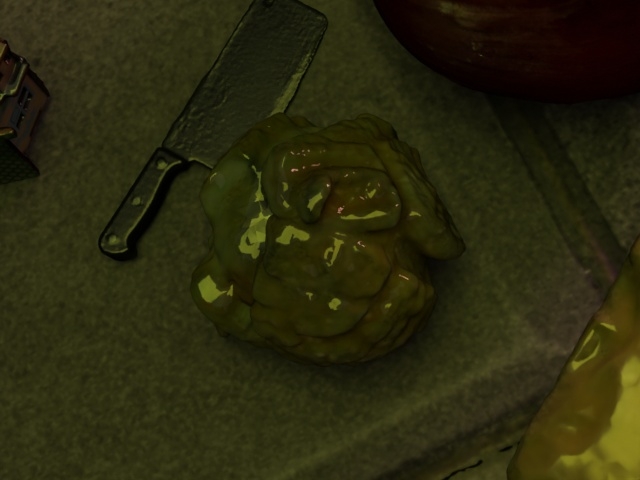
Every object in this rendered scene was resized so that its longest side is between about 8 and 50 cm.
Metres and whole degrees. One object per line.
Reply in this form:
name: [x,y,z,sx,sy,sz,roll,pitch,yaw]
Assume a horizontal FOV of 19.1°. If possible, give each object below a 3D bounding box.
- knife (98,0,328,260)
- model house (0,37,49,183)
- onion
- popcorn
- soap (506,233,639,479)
knife: [-0.078,-0.080,1.433,0.072,0.019,0.245,30,80,16]
model house: [-0.358,-0.075,1.406,0.271,0.178,0.206,19,81,12]
onion: [0.152,-0.276,1.297,0.341,0.341,0.341,-3,74,10]
popcorn: [-0.001,0.000,1.326,0.187,0.167,0.186,30,108,50]
soap: [0.354,0.169,1.231,0.427,0.115,0.306,32,79,16]
